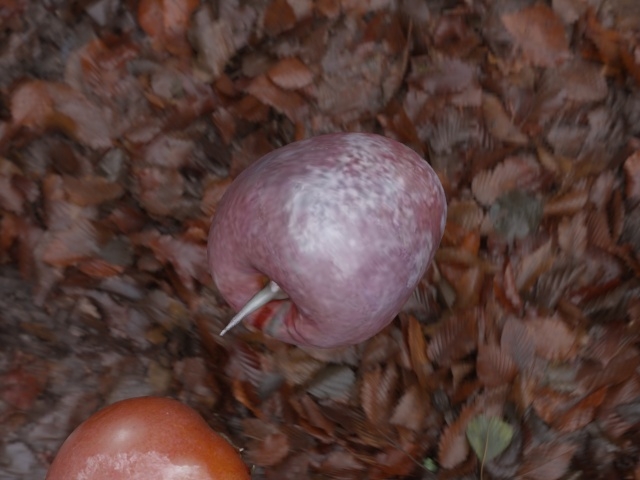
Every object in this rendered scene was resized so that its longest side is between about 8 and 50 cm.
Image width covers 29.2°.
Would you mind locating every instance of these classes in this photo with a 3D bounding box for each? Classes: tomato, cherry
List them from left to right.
[{"bbox_3d":[-0.192,0.307,1.388,0.256,0.256,0.224,44,52,13],"label":"tomato"},{"bbox_3d":[0.000,0.000,1.226,0.285,0.236,0.212,-39,120,-25],"label":"cherry"}]
